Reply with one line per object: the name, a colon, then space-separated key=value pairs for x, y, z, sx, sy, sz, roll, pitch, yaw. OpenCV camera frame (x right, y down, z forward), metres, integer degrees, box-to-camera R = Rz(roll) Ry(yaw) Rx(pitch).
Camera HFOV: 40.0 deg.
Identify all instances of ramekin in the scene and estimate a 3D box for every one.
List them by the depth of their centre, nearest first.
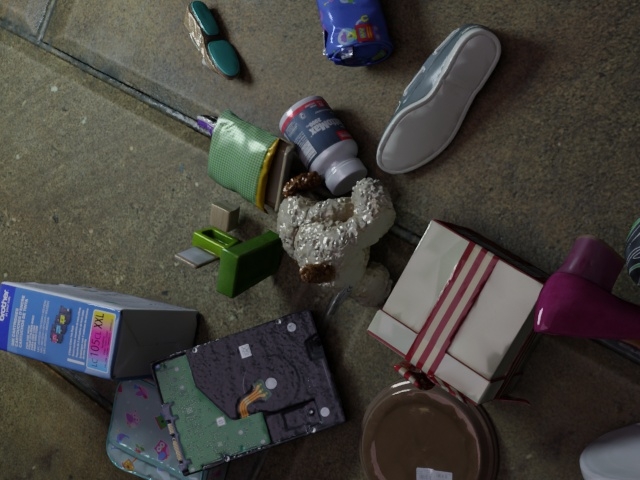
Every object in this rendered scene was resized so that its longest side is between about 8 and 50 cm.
ramekin: x=0.541 y=0.371 z=1.327 sx=0.272 sy=0.273 sz=0.127 roll=-12 pitch=95 yaw=27

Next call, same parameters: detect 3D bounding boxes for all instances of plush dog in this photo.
plush dog: x=0.000 y=0.000 z=1.633 sx=0.225 sy=0.210 sz=0.263 roll=35 pitch=136 yaw=46

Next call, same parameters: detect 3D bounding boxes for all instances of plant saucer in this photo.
plant saucer: x=0.191 y=0.390 z=1.627 sx=0.277 sy=0.041 sz=0.278 roll=-1 pitch=88 yaw=27

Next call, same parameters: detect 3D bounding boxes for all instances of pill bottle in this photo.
pill bottle: x=0.010 y=-0.181 z=1.703 sx=0.108 sy=0.108 sz=0.180 roll=-41 pitch=72 yaw=20

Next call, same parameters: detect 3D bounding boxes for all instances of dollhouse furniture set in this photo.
dollhouse furniture set: x=-0.182 y=-0.076 z=1.723 sx=0.197 sy=0.151 sz=0.302 roll=26 pitch=120 yaw=26

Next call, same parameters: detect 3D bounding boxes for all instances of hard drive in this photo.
hard drive: x=-0.141 y=0.297 z=1.724 sx=0.338 sy=0.064 sz=0.237 roll=-20 pitch=78 yaw=1

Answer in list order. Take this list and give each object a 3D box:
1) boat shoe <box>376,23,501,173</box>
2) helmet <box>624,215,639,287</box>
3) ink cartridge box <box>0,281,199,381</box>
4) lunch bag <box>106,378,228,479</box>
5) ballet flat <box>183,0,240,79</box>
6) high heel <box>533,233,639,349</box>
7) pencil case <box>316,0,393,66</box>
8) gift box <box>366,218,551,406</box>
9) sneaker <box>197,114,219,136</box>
boat shoe: x=0.211 y=-0.262 z=1.626 sx=0.319 sy=0.116 sz=0.099 roll=-54 pitch=23 yaw=23
helmet: x=0.560 y=0.012 z=1.376 sx=0.169 sy=0.161 sz=0.170 roll=-1 pitch=88 yaw=27
ink cartridge box: x=-0.497 y=0.181 z=1.865 sx=0.395 sy=0.270 sz=0.151 roll=11 pitch=90 yaw=28
lunch bag: x=-0.315 y=0.411 z=1.852 sx=0.279 sy=0.108 sz=0.224 roll=17 pitch=96 yaw=27
ballet flat: x=-0.234 y=-0.414 z=1.873 sx=0.067 sy=0.073 sz=0.206 roll=-45 pitch=64 yaw=48
high heel: x=0.484 y=0.171 z=1.343 sx=0.377 sy=0.127 sz=0.181 roll=38 pitch=68 yaw=-6
pencil case: x=0.043 y=-0.479 z=1.688 sx=0.133 sy=0.119 sz=0.306 roll=-14 pitch=80 yaw=4
gift box: x=0.260 y=0.141 z=1.480 sx=0.276 sy=0.255 sz=0.258 roll=35 pitch=102 yaw=29
sneaker: x=-0.202 y=-0.206 z=1.840 sx=0.170 sy=0.068 sz=0.071 roll=40 pitch=112 yaw=22
